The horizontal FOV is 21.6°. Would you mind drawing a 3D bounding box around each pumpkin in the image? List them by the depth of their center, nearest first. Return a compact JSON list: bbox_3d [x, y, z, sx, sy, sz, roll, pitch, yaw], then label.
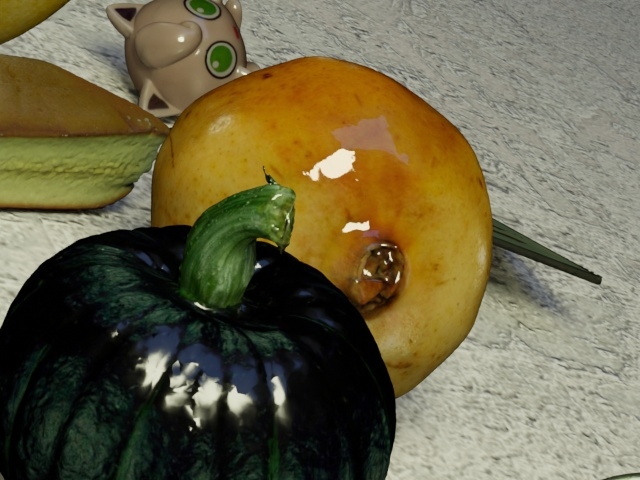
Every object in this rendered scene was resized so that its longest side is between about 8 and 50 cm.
[{"bbox_3d":[-0.067,0.067,0.983,0.248,0.248,0.248,26,22,-11],"label":"pumpkin"}]

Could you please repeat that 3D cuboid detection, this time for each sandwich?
[{"bbox_3d":[-0.240,-0.078,1.273,0.258,0.094,0.096,1,37,-48],"label":"sandwich"}]

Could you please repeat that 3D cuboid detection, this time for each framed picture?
[{"bbox_3d":[0.085,-0.040,1.619,0.324,0.013,0.244,19,7,-25],"label":"framed picture"}]

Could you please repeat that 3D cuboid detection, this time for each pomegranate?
[{"bbox_3d":[0.000,0.000,1.206,0.264,0.264,0.264,26,22,-11],"label":"pomegranate"}]

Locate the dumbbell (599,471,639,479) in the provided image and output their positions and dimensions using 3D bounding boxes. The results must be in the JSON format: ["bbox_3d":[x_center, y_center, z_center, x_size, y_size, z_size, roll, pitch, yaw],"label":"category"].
[{"bbox_3d":[0.196,0.252,0.985,0.192,0.192,0.290,32,20,3],"label":"dumbbell"}]

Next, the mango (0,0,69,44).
[{"bbox_3d":[-0.341,-0.243,1.265,0.384,0.221,0.199,0,9,2],"label":"mango"}]

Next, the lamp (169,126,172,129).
[{"bbox_3d":[-0.016,-0.019,1.397,0.253,0.118,0.118,24,22,-33],"label":"lamp"}]

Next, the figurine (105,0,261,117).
[{"bbox_3d":[-0.127,-0.177,1.594,0.138,0.125,0.125,-8,41,-34],"label":"figurine"}]
